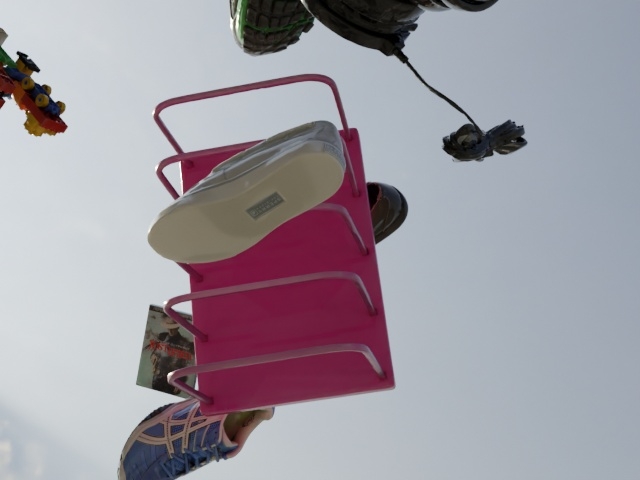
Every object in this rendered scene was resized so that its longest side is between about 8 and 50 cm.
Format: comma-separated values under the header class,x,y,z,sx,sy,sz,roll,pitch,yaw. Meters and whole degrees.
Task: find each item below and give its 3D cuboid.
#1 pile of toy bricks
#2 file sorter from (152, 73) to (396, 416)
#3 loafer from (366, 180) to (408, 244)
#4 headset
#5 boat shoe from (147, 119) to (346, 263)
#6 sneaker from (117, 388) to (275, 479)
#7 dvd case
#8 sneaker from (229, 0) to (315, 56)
class,x,y,z,sx,sy,sz,roll,pitch,yaw
pile of toy bricks,-0.367,-0.162,1.096,0.105,0.212,0.118,-51,-31,12
file sorter,-0.052,0.005,1.038,0.202,0.290,0.182,-9,-19,6
loafer,0.000,0.000,1.222,0.220,0.080,0.078,-42,-32,-1
headset,0.107,-0.270,1.046,0.185,0.394,0.243,-12,-3,-44
boat shoe,-0.061,-0.042,0.843,0.184,0.063,0.066,-31,-58,27
sneaker,-0.143,0.224,1.196,0.211,0.081,0.080,-40,-54,-5
dvd case,-0.208,0.155,1.454,0.087,0.013,0.119,14,-82,14
sneaker,-0.061,-0.399,1.282,0.134,0.343,0.146,-3,15,-45
